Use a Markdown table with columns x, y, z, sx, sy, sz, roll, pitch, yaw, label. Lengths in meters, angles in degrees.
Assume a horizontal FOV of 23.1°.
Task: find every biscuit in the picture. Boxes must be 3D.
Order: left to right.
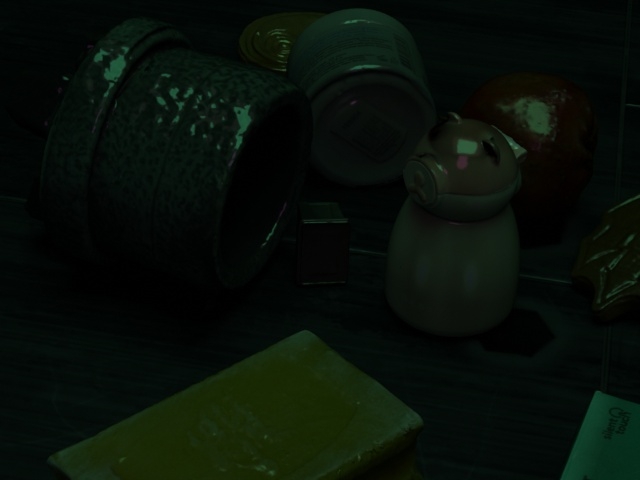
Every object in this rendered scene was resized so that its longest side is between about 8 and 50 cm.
| x | y | z | sx | sy | sz | roll | pitch | yaw | label |
| --- | --- | --- | --- | --- | --- | --- | --- | --- | --- |
| 0.008 | -0.247 | 2.158 | 0.202 | 0.044 | 0.288 | -17 | 38 | -26 | biscuit |
| 0.374 | 0.017 | 1.772 | 0.182 | 0.034 | 0.215 | 19 | 50 | 41 | biscuit |

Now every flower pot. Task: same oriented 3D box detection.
| x | y | z | sx | sy | sz | roll | pitch | yaw | label |
| --- | --- | --- | --- | --- | --- | --- | --- | --- | --- |
| -0.179 | -0.089 | 1.734 | 0.282 | 0.299 | 0.299 | 19 | 38 | 16 | flower pot |

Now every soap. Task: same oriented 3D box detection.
| x | y | z | sx | sy | sz | roll | pitch | yaw | label |
| --- | --- | --- | --- | --- | --- | --- | --- | --- | --- |
| -0.074 | 0.213 | 1.457 | 0.315 | 0.091 | 0.199 | -24 | 45 | -33 | soap |

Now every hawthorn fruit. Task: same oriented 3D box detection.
| x | y | z | sx | sy | sz | roll | pitch | yaw | label |
| --- | --- | --- | --- | --- | --- | --- | --- | --- | --- |
| 0.231 | -0.119 | 1.876 | 0.200 | 0.179 | 0.179 | 16 | 37 | 12 | hawthorn fruit |

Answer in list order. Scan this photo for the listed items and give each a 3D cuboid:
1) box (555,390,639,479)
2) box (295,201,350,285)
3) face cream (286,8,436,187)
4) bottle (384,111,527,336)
| x | y | z | sx | sy | sz | roll | pitch | yaw | label |
| --- | --- | --- | --- | --- | --- | --- | --- | --- | --- |
| 0.352 | 0.272 | 1.383 | 0.311 | 0.118 | 0.205 | 16 | 35 | 16 | box |
| 0.000 | 0.000 | 1.770 | 0.060 | 0.085 | 0.063 | -2 | 30 | -6 | box |
| 0.049 | -0.176 | 1.940 | 0.177 | 0.177 | 0.153 | -1 | 37 | -6 | face cream |
| 0.148 | -0.026 | 1.684 | 0.147 | 0.236 | 0.147 | 2 | 36 | -1 | bottle |
